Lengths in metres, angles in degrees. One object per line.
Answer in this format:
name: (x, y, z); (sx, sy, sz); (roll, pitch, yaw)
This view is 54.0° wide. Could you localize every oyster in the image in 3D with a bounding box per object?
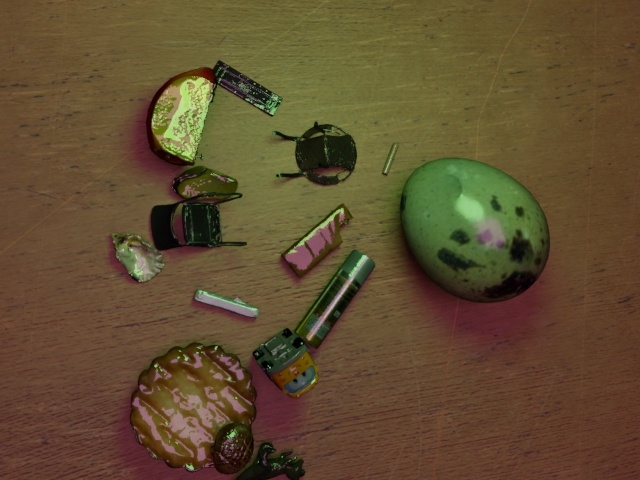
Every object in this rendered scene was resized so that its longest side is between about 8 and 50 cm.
oyster: (-0.482, 0.046, 1.643); (0.146, 0.045, 0.121); (10, 82, -18)

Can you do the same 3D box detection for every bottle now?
bottle: (0.042, 0.158, 1.719); (0.082, 0.082, 0.286); (37, 81, -7)

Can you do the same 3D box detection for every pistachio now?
pistachio: (-0.310, -0.157, 1.686); (0.173, 0.049, 0.089); (-1, 110, -13)

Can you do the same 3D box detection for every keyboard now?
keyboard: (-0.206, -0.421, 1.738); (0.204, 0.013, 0.061); (30, 81, -8)

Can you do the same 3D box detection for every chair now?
chair: (-0.322, -0.043, 1.654); (0.145, 0.221, 0.140); (-1, 85, -54)
chair: (-0.005, -0.244, 1.733); (0.213, 0.149, 0.174); (0, 82, -53)

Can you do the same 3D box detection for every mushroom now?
mushroom: (-0.217, 0.514, 1.550); (0.109, 0.085, 0.126); (-3, 98, -11)

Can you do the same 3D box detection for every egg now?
egg: (0.399, -0.031, 1.669); (0.428, 0.345, 0.345); (40, 80, 7)

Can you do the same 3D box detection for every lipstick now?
lipstick: (0.201, -0.233, 1.804); (0.019, 0.019, 0.094); (23, 82, -9)

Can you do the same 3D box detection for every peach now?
peach: (-0.366, -0.331, 1.627); (0.154, 0.159, 0.267); (14, 86, -21)

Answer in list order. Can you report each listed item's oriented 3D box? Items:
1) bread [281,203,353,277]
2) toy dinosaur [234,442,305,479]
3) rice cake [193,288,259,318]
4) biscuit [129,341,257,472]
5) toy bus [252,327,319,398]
bread: (0.000, 0.000, 1.737); (0.226, 0.049, 0.088); (-39, 94, -11)
toy dinosaur: (-0.132, 0.634, 1.657); (0.187, 0.087, 0.178); (15, 83, -8)
rice cake: (-0.250, 0.168, 1.688); (0.180, 0.030, 0.042); (19, 80, -10)
biscuit: (-0.322, 0.425, 1.623); (0.326, 0.107, 0.325); (1, 85, -10)
toy bus: (-0.083, 0.323, 1.628); (0.126, 0.209, 0.136); (-34, 104, -12)
